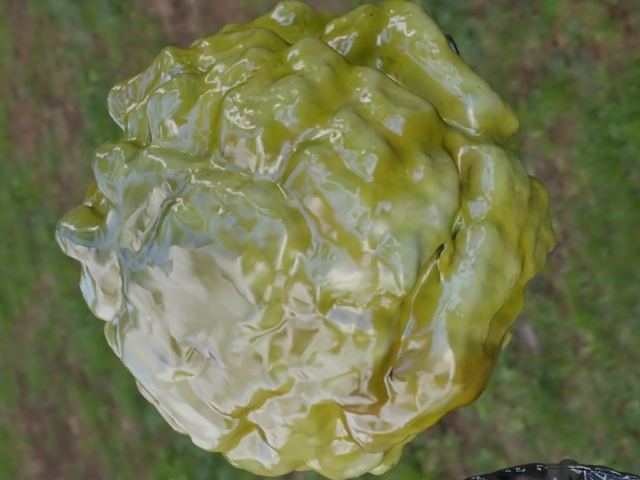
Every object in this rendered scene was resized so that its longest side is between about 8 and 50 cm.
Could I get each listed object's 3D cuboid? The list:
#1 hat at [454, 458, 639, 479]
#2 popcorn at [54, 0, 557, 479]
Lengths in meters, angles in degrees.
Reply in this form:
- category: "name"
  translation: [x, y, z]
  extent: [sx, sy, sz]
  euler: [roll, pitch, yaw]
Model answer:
- category: "hat"
  translation: [0.157, 0.378, 1.454]
  extent: [0.257, 0.366, 0.382]
  euler: [-55, -25, -73]
- category: "popcorn"
  translation: [-0.001, -0.006, 0.972]
  extent: [0.249, 0.225, 0.249]
  euler: [14, 126, 20]
